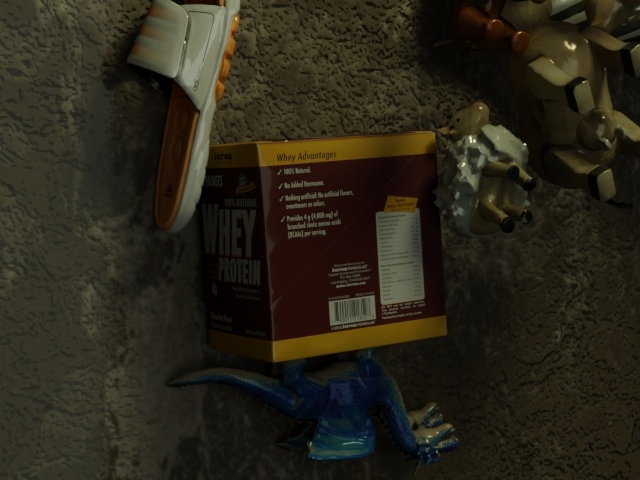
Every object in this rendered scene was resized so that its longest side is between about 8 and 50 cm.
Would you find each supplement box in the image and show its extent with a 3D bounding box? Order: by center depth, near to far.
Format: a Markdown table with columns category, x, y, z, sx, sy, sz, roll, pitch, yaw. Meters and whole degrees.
| category | x | y | z | sx | sy | sz | roll | pitch | yaw |
| --- | --- | --- | --- | --- | --- | --- | --- | --- | --- |
| supplement box | 0.000 | 0.000 | 1.282 | 0.191 | 0.129 | 0.194 | -6 | 95 | -30 |

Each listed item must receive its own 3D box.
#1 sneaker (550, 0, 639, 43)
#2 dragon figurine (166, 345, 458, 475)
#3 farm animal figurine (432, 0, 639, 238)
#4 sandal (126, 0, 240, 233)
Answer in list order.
| category | x | y | z | sx | sy | sz | roll | pitch | yaw |
| --- | --- | --- | --- | --- | --- | --- | --- | --- | --- |
| sneaker | 0.335 | -0.385 | 1.438 | 0.257 | 0.169 | 0.447 | 38 | 84 | -31 |
| dragon figurine | 0.006 | 0.168 | 1.323 | 0.289 | 0.085 | 0.144 | -7 | 95 | -27 |
| farm animal figurine | 0.236 | -0.188 | 1.278 | 0.330 | 0.172 | 0.327 | -15 | 116 | -25 |
| sandal | -0.135 | -0.140 | 1.233 | 0.076 | 0.102 | 0.265 | 9 | 90 | -28 |
